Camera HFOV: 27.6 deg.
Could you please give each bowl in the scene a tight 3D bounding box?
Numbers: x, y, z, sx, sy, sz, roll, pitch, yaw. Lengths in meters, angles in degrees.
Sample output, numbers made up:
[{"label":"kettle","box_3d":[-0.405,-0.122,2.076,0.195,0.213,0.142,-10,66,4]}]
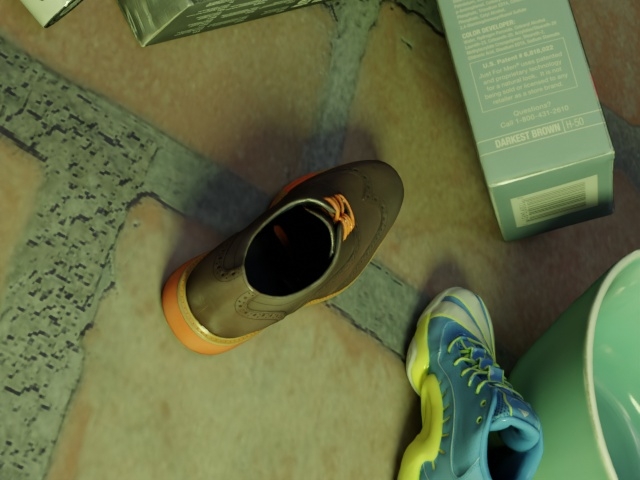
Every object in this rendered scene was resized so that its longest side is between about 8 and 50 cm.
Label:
[{"label":"bowl","box_3d":[0.271,0.177,1.111,0.311,0.163,0.312,20,57,-34]}]

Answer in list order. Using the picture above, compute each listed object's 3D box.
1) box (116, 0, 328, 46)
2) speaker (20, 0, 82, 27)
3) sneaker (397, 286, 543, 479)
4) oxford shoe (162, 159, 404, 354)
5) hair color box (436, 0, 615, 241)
[{"label":"box","box_3d":[-0.078,-0.314,1.123,0.307,0.076,0.242,-25,86,-45]},{"label":"speaker","box_3d":[-0.228,-0.226,0.963,0.136,0.055,0.055,51,45,-9]},{"label":"sneaker","box_3d":[0.133,0.131,1.042,0.091,0.126,0.240,28,53,-28]},{"label":"oxford shoe","box_3d":[0.000,0.000,1.013,0.097,0.098,0.271,55,45,-4]},{"label":"hair color box","box_3d":[0.167,-0.207,1.199,0.185,0.113,0.375,51,24,-71]}]
